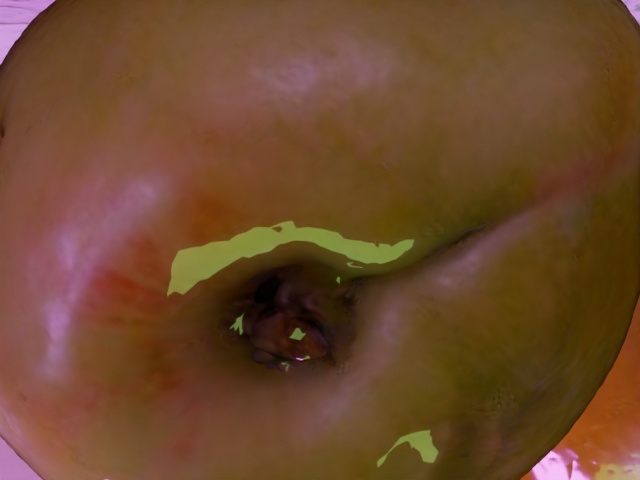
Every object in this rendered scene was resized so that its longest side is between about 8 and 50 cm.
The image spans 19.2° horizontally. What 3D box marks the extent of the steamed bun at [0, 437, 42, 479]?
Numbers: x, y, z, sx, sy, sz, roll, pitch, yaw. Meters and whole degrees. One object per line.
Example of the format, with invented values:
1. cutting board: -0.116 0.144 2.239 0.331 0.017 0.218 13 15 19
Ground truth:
1. steamed bun: -0.358 0.219 2.010 0.456 0.371 0.290 -1 179 -41

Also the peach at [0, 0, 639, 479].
1. peach: -0.006 0.002 0.832 0.314 0.281 0.315 -10 -174 -6

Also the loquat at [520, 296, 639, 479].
1. loquat: 0.220 0.054 1.387 0.328 0.328 0.359 -6 129 15
